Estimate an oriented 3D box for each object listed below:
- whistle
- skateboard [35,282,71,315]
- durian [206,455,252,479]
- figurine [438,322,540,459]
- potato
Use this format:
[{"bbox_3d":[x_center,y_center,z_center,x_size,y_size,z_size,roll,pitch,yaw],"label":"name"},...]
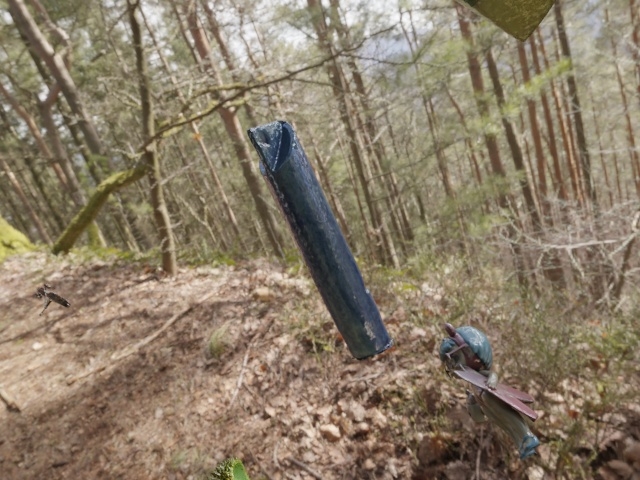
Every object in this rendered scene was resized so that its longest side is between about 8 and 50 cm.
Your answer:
[{"bbox_3d":[0.000,0.000,0.571,0.062,0.304,0.062,-25,8,4],"label":"whistle"},{"bbox_3d":[-0.481,0.115,0.857,0.032,0.064,0.083,-50,30,-7],"label":"skateboard"},{"bbox_3d":[-0.196,0.639,1.108,0.176,0.236,0.200,-45,34,-23],"label":"durian"},{"bbox_3d":[0.320,0.283,0.896,0.103,0.205,0.260,-29,48,-2],"label":"figurine"},{"bbox_3d":[0.215,-0.306,0.504,0.120,0.081,0.149,4,-46,-46],"label":"potato"}]
